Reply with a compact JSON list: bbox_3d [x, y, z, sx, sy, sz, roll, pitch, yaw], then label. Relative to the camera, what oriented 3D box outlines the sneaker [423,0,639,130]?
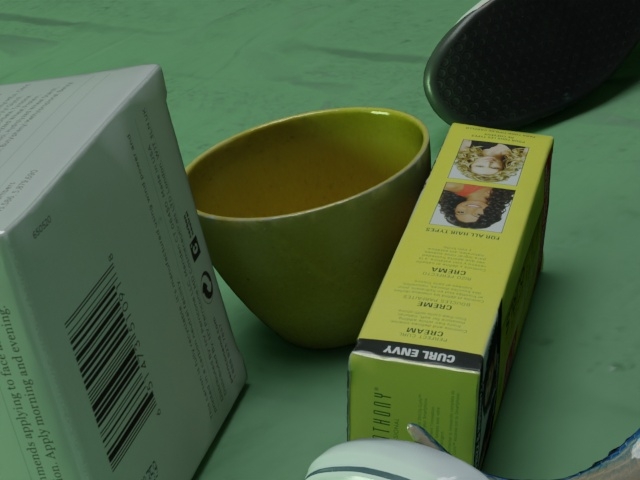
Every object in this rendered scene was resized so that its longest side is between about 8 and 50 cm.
[{"bbox_3d":[0.163,-0.155,1.152,0.270,0.090,0.145,-39,8,-15],"label":"sneaker"}]

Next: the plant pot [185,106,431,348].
[{"bbox_3d":[0.000,0.000,0.884,0.134,0.095,0.134,-11,24,5],"label":"plant pot"}]

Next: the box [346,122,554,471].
[{"bbox_3d":[0.065,0.031,0.790,0.058,0.087,0.232,8,29,12],"label":"box"}]

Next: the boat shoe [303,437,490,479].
[{"bbox_3d":[0.051,0.137,0.580,0.076,0.083,0.226,-30,31,-28],"label":"boat shoe"}]

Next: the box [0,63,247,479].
[{"bbox_3d":[-0.132,0.038,0.770,0.119,0.181,0.182,-4,27,19],"label":"box"}]

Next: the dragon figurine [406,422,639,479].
[{"bbox_3d":[0.182,0.058,0.677,0.289,0.085,0.144,-11,25,5],"label":"dragon figurine"}]
